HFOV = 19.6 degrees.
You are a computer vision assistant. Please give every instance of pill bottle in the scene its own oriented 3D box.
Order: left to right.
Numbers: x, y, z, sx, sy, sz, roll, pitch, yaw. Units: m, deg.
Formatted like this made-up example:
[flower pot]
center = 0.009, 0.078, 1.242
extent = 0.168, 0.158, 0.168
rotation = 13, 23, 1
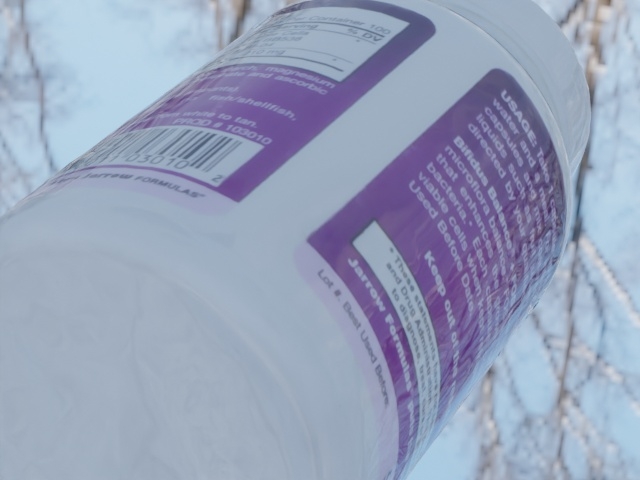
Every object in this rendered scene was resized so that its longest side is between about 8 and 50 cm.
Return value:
[pill bottle]
center = 0.000, 0.000, 0.737
extent = 0.169, 0.169, 0.301
rotation = 18, -146, 21
